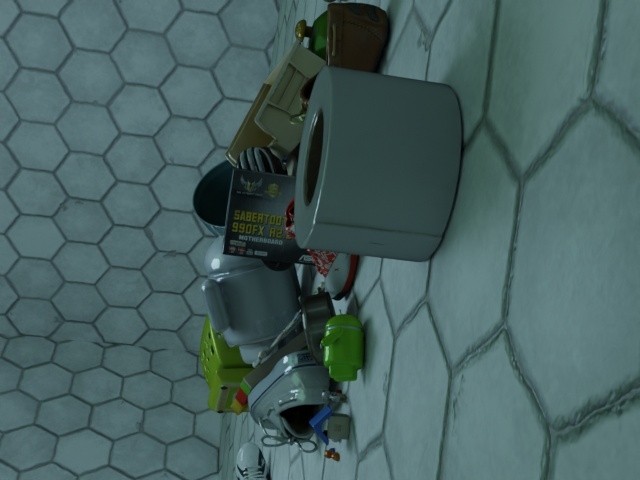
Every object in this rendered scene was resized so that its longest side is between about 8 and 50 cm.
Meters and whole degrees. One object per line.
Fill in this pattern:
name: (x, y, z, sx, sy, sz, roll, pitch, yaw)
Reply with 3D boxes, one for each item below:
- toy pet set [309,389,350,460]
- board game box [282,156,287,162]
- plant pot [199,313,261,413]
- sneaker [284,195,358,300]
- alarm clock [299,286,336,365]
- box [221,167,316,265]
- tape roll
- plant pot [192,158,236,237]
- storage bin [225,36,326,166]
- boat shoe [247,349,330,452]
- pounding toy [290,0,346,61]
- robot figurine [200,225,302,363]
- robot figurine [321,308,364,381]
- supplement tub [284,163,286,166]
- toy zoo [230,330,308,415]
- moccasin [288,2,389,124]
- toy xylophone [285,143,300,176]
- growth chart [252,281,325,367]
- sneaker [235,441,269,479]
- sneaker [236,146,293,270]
toy pet set: (0.008, 0.328, 1.448, 0.114, 0.065, 0.122, 173, 103, -80)
board game box: (-0.082, -0.319, 2.471, 0.201, 0.035, 0.136, 149, 127, -77)
plant pot: (-0.192, 0.323, 2.153, 0.227, 0.228, 0.207, 110, 158, -51)
sneaker: (0.000, -0.001, 1.483, 0.270, 0.145, 0.090, 106, 166, -44)
alarm clock: (0.001, 0.166, 1.471, 0.192, 0.064, 0.129, -100, -4, -74)
box: (-0.082, -0.048, 1.735, 0.056, 0.231, 0.183, -122, 40, -79)
tape roll: (0.068, -0.100, 1.099, 0.246, 0.169, 0.246, -174, 90, -79)
plant pot: (-0.223, -0.094, 2.534, 0.196, 0.293, 0.293, 68, -165, -48)
storage bin: (-0.101, -0.302, 1.984, 0.260, 0.123, 0.262, -64, 14, -21)
boat shoe: (-0.052, 0.354, 1.655, 0.367, 0.135, 0.157, 125, 141, -55)
pounding toy: (-0.016, -0.509, 2.014, 0.183, 0.110, 0.237, -103, 21, -61)
robot figurine: (-0.162, 0.117, 1.989, 0.199, 0.300, 0.354, -11, 98, 39)
robot figurine: (0.039, 0.174, 1.367, 0.101, 0.067, 0.115, 48, -140, -60)
supplement tub: (-0.121, -0.117, 2.323, 0.117, 0.117, 0.190, 162, 114, -79)
toy zoo: (-0.111, 0.305, 1.863, 0.030, 0.192, 0.293, 49, 154, 12)
moccasin: (0.017, -0.270, 1.563, 0.380, 0.147, 0.139, 107, 165, -46)
toy xylophone: (-0.043, -0.117, 1.981, 0.323, 0.081, 0.236, -100, 20, -59)
growth chart: (-0.066, 0.183, 1.768, 0.237, 0.021, 0.172, -48, -4, -28)
sneaker: (-0.173, 0.637, 2.179, 0.153, 0.094, 0.235, 116, 158, -58)
sneaker: (-0.096, -0.083, 1.849, 0.162, 0.106, 0.281, -51, -49, -69)
